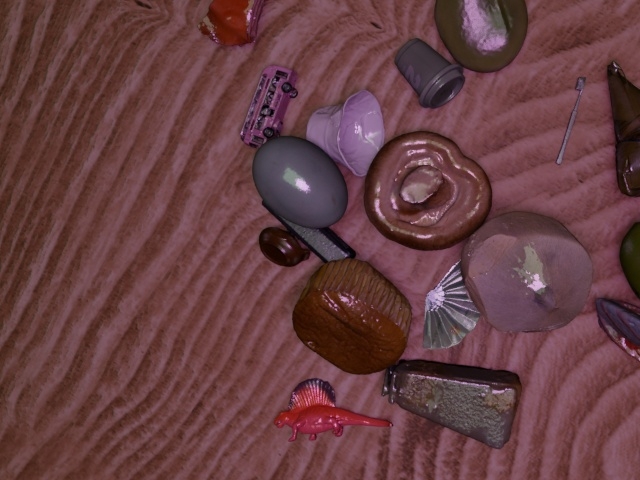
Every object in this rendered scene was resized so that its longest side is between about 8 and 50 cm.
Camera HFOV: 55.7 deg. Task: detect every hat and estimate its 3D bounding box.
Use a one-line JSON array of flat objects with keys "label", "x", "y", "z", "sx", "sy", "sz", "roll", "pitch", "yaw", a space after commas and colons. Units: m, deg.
[{"label": "hat", "x": 0.048, "y": -0.240, "z": 1.361, "sx": 0.126, "sy": 0.203, "sz": 0.203, "roll": 5, "pitch": 92, "yaw": 35}]

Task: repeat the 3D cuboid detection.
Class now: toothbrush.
[{"label": "toothbrush", "x": 0.546, "y": -0.261, "z": 1.319, "sx": 0.017, "sy": 0.014, "sz": 0.194, "roll": 14, "pitch": 94, "yaw": 11}]

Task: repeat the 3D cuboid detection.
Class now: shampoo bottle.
[{"label": "shampoo bottle", "x": 0.000, "y": 0.000, "z": 1.401, "sx": 0.309, "sy": 0.098, "sz": 0.071, "roll": 43, "pitch": 95, "yaw": 8}]

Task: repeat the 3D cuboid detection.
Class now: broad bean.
[{"label": "broad bean", "x": 0.343, "y": -0.495, "z": 1.306, "sx": 0.189, "sy": 0.121, "sz": 0.263, "roll": -15, "pitch": 90, "yaw": 16}]

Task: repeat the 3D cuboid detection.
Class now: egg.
[{"label": "egg", "x": -0.042, "y": -0.123, "z": 1.296, "sx": 0.231, "sy": 0.168, "sz": 0.168, "roll": 41, "pitch": 99, "yaw": -1}]

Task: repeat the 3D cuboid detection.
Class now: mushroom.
[{"label": "mushroom", "x": 0.231, "y": -0.109, "z": 1.327, "sx": 0.278, "sy": 0.146, "sz": 0.278, "roll": -1, "pitch": 82, "yaw": 7}]

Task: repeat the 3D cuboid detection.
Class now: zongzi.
[{"label": "zongzi", "x": 0.724, "y": -0.235, "z": 1.210, "sx": 0.260, "sy": 0.123, "sz": 0.289, "roll": -3, "pitch": 88, "yaw": 29}]

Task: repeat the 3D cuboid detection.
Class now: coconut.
[{"label": "coconut", "x": 0.410, "y": 0.070, "z": 1.224, "sx": 0.245, "sy": 0.247, "sz": 0.244, "roll": 2, "pitch": 111, "yaw": 5}]

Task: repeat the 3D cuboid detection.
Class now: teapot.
[{"label": "teapot", "x": -0.085, "y": 0.011, "z": 1.433, "sx": 0.129, "sy": 0.078, "sz": 0.098, "roll": 26, "pitch": 141, "yaw": 21}]

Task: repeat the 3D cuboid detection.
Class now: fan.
[{"label": "fan", "x": 0.305, "y": 0.148, "z": 1.385, "sx": 0.131, "sy": 0.009, "sz": 0.240, "roll": 23, "pitch": 96, "yaw": 9}]

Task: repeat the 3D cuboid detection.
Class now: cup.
[{"label": "cup", "x": 0.238, "y": -0.375, "z": 1.339, "sx": 0.120, "sy": 0.120, "sz": 0.141, "roll": -38, "pitch": 73, "yaw": 10}]

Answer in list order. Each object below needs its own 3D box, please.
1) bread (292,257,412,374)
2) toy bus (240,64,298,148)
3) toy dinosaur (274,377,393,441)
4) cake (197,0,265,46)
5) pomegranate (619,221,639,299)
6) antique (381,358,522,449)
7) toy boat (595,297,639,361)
[{"label": "bread", "x": 0.072, "y": 0.169, "z": 1.323, "sx": 0.253, "sy": 0.142, "sz": 0.227, "roll": 38, "pitch": 131, "yaw": -14}, {"label": "toy bus", "x": -0.121, "y": -0.314, "z": 1.440, "sx": 0.090, "sy": 0.063, "sz": 0.203, "roll": 21, "pitch": 93, "yaw": 14}, {"label": "toy dinosaur", "x": 0.023, "y": 0.393, "z": 1.436, "sx": 0.286, "sy": 0.070, "sz": 0.138, "roll": -12, "pitch": 67, "yaw": 11}, {"label": "cake", "x": -0.161, "y": -0.580, "z": 1.428, "sx": 0.135, "sy": 0.098, "sz": 0.287, "roll": 41, "pitch": 104, "yaw": 10}, {"label": "pomegranate", "x": 0.706, "y": 0.013, "z": 1.155, "sx": 0.236, "sy": 0.302, "sz": 0.236, "roll": -11, "pitch": 50, "yaw": 13}, {"label": "antique", "x": 0.281, "y": 0.336, "z": 1.333, "sx": 0.284, "sy": 0.125, "sz": 0.150, "roll": 12, "pitch": 94, "yaw": 12}, {"label": "toy boat", "x": 0.638, "y": 0.187, "z": 1.173, "sx": 0.206, "sy": 0.282, "sz": 0.096, "roll": 42, "pitch": 98, "yaw": 8}]
